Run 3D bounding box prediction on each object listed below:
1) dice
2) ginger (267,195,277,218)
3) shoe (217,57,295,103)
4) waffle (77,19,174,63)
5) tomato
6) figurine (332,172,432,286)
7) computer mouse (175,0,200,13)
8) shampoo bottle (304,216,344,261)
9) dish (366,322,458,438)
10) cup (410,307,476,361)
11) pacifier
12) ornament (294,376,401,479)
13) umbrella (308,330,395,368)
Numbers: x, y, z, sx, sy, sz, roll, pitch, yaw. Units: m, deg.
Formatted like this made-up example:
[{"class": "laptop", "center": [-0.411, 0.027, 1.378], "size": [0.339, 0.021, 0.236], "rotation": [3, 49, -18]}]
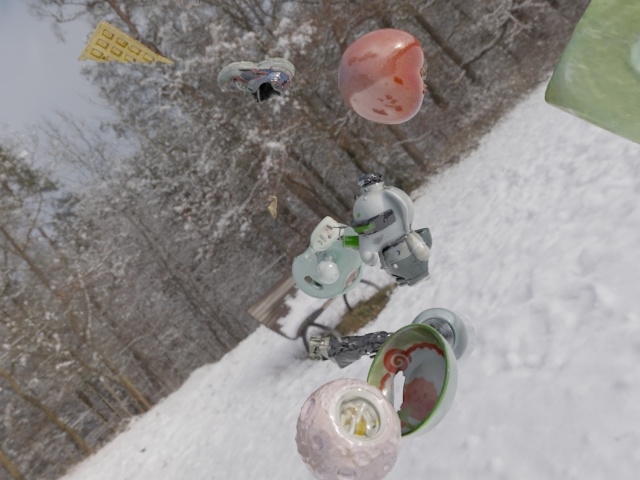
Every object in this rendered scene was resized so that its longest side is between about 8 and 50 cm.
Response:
[{"class": "dice", "center": [0.546, -0.299, 0.836], "size": [0.250, 0.254, 0.251], "rotation": [-25, -37, -57]}, {"class": "ginger", "center": [-0.193, -0.128, 1.992], "size": [0.048, 0.030, 0.097], "rotation": [-41, -38, -53]}, {"class": "shoe", "center": [-0.179, -0.430, 1.413], "size": [0.228, 0.125, 0.099], "rotation": [-5, -12, 17]}, {"class": "waffle", "center": [-0.484, -0.450, 1.261], "size": [0.191, 0.032, 0.125], "rotation": [27, -66, -40]}, {"class": "tomato", "center": [0.206, -0.554, 1.717], "size": [0.321, 0.321, 0.321], "rotation": [-45, -3, -3]}, {"class": "figurine", "center": [0.106, -0.018, 0.791], "size": [0.126, 0.192, 0.147], "rotation": [-26, 8, -16]}, {"class": "computer mouse", "center": [-0.428, -0.915, 1.562], "size": [0.199, 0.115, 0.388], "rotation": [-74, -10, -75]}, {"class": "shampoo bottle", "center": [0.000, 0.000, 1.588], "size": [0.152, 0.077, 0.045], "rotation": [-48, 8, 13]}, {"class": "dish", "center": [0.275, 0.405, 1.411], "size": [0.324, 0.124, 0.324], "rotation": [-44, 29, 33]}, {"class": "cup", "center": [0.425, 0.339, 1.766], "size": [0.205, 0.205, 0.312], "rotation": [-46, -23, 8]}, {"class": "pacifier", "center": [0.044, 0.110, 2.049], "size": [0.343, 0.288, 0.269], "rotation": [-57, 6, 15]}, {"class": "ornament", "center": [0.066, 0.470, 1.215], "size": [0.259, 0.259, 0.225], "rotation": [-43, -19, -43]}, {"class": "umbrella", "center": [0.131, 0.354, 1.661], "size": [0.358, 0.106, 0.113], "rotation": [-9, -32, 18]}]
